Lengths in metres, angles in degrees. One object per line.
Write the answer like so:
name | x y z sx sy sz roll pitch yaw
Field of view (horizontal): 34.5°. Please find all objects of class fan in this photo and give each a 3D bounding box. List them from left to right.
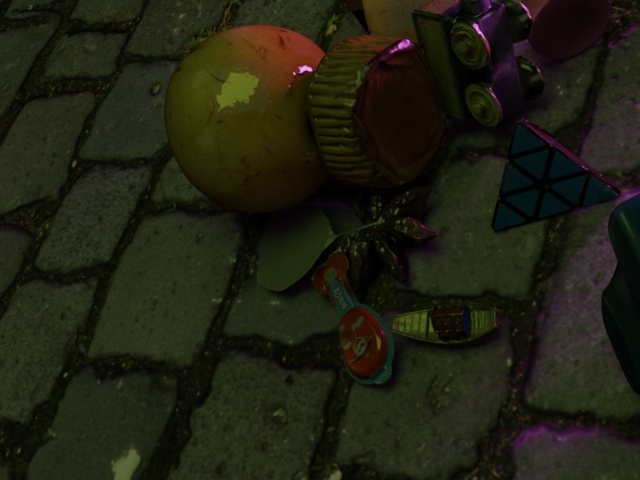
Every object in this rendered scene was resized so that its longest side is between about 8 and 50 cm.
fan | 0.001 0.001 1.782 0.310 0.010 0.182 -15 49 45

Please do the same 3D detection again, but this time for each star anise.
star anise | 0.111 -0.012 1.739 0.196 0.073 0.212 7 65 37

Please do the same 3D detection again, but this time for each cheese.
cheese | 0.052 0.129 1.673 0.106 0.037 0.256 -46 51 25

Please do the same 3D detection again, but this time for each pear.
pear | -0.109 -0.217 1.838 0.348 0.348 0.348 -16 52 21

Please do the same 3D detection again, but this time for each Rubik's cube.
Rubik's cube | 0.336 -0.095 1.683 0.178 0.211 0.190 -51 11 18

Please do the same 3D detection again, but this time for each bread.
bread | 0.095 -0.215 1.725 0.142 0.253 0.227 13 48 38

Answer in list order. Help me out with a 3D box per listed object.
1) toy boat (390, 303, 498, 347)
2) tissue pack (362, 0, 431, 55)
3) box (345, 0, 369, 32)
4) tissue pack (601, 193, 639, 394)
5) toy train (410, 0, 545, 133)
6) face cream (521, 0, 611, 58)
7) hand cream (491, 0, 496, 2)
toy boat | 0.194 0.129 1.594 0.172 0.066 0.065 -6 59 29
tissue pack | 0.196 -0.399 1.897 0.222 0.090 0.186 -4 101 30
box | 0.161 -0.498 2.036 0.200 0.090 0.145 -11 54 24
tissue pack | 0.483 0.061 1.320 0.206 0.287 0.198 -13 47 -1
toy train | 0.268 -0.307 1.735 0.134 0.261 0.177 -33 34 -22
face cream | 0.411 -0.403 1.777 0.149 0.149 0.104 -29 47 11
hand cream | 0.337 -0.452 1.928 0.078 0.050 0.205 22 77 37
